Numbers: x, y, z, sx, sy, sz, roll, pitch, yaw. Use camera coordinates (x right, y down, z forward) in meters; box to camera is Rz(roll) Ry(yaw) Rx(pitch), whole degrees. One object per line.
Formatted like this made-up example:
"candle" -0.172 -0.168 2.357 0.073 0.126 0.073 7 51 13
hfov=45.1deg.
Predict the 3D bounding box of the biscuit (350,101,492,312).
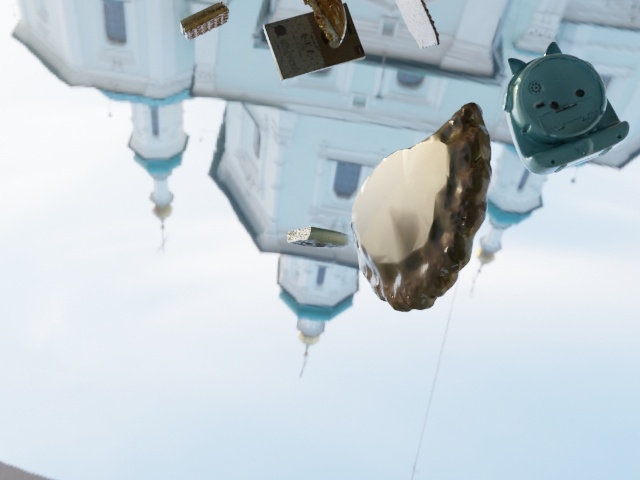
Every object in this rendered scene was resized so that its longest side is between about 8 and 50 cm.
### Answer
"biscuit" 0.152 -0.062 1.192 0.078 0.335 0.329 19 -171 -27

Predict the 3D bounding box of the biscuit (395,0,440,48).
"biscuit" 0.184 -0.520 1.638 0.013 0.237 0.232 -25 -168 0

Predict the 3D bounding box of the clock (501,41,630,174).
"clock" 0.503 -0.291 1.640 0.223 0.094 0.274 -23 -98 -2

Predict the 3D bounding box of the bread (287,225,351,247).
"bread" 0.005 0.000 1.562 0.112 0.193 0.036 8 -94 -16

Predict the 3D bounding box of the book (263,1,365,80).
"book" -0.014 -0.442 1.710 0.198 0.016 0.138 -18 -98 -9

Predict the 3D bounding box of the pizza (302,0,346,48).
"pizza" 0.007 -0.490 1.620 0.131 0.041 0.178 0 -107 -54

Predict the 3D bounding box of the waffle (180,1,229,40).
"waffle" -0.343 -0.650 2.282 0.148 0.102 0.042 -29 -89 -7
